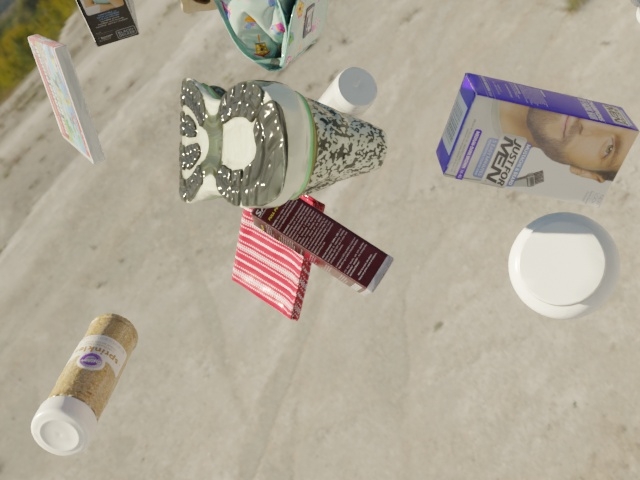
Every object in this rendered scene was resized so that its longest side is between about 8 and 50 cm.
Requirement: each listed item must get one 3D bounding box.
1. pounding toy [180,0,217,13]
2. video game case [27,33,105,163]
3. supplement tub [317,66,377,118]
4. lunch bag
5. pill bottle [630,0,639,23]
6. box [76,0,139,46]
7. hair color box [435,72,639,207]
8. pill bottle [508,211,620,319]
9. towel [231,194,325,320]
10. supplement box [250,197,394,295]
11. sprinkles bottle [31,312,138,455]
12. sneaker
[{"bbox_3d":[-0.292,-0.672,1.900,0.154,0.155,0.269,-23,-14,-7],"label":"pounding toy"},{"bbox_3d":[-0.461,-0.261,1.457,0.025,0.204,0.285,-23,25,-21],"label":"video game case"},{"bbox_3d":[0.040,-0.223,1.289,0.071,0.071,0.107,-56,9,-23],"label":"supplement tub"},{"bbox_3d":[-0.089,-0.472,1.534,0.160,0.262,0.223,-14,26,30],"label":"lunch bag"},{"bbox_3d":[0.651,-0.411,1.479,0.108,0.193,0.108,-44,20,21],"label":"pill bottle"},{"bbox_3d":[-0.427,-0.525,1.475,0.087,0.290,0.169,-17,51,-3],"label":"box"},{"bbox_3d":[0.419,-0.193,1.585,0.110,0.338,0.185,-96,19,-54],"label":"hair color box"},{"bbox_3d":[0.288,0.031,0.955,0.124,0.124,0.221,-39,-16,11],"label":"pill bottle"},{"bbox_3d":[-0.093,0.005,1.610,0.199,0.275,0.031,31,32,32],"label":"towel"},{"bbox_3d":[0.000,0.000,1.373,0.073,0.239,0.130,-58,-1,-7],"label":"supplement box"},{"bbox_3d":[-0.498,0.300,1.741,0.121,0.121,0.355,-34,20,20],"label":"sprinkles bottle"},{"bbox_3d":[-0.059,-0.109,0.969,0.410,0.182,0.158,26,112,62],"label":"sneaker"}]
